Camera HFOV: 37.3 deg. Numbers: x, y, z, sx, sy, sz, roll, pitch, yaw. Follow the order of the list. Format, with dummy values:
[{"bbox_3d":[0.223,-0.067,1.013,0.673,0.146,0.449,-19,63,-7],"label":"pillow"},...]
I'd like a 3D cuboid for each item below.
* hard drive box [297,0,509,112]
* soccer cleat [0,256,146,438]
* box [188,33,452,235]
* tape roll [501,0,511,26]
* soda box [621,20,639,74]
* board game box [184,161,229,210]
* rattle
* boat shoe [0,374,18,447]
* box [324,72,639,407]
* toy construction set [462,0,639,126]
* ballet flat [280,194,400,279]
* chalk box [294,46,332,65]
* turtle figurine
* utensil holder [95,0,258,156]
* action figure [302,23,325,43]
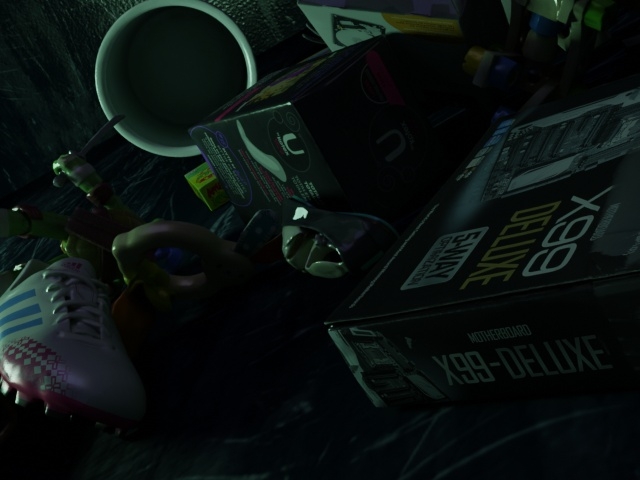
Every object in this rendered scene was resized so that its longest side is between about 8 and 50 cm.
[{"bbox_3d":[0.105,-0.236,1.046,0.181,0.232,0.089,12,79,24],"label":"hard drive box"},{"bbox_3d":[-0.251,0.086,0.924,0.331,0.116,0.143,11,76,56],"label":"soccer cleat"},{"bbox_3d":[-0.009,-0.109,1.080,0.143,0.165,0.270,-39,19,-24],"label":"box"},{"bbox_3d":[0.179,-0.340,1.285,0.246,0.246,0.169,-23,18,24],"label":"tape roll"},{"bbox_3d":[0.370,-0.221,0.946,0.060,0.053,0.169,-10,27,51],"label":"soda box"},{"bbox_3d":[-0.162,-0.102,1.539,0.092,0.043,0.181,-33,17,-7],"label":"board game box"},{"bbox_3d":[-0.127,0.050,1.009,0.199,0.130,0.143,0,35,8],"label":"rattle"},{"bbox_3d":[-0.376,0.195,0.983,0.123,0.123,0.342,-2,2,-8],"label":"boat shoe"},{"bbox_3d":[0.180,-0.017,0.647,0.242,0.077,0.307,-14,23,43],"label":"box"},{"bbox_3d":[0.273,-0.238,0.991,0.151,0.215,0.327,22,34,16],"label":"toy construction set"},{"bbox_3d":[0.000,0.000,0.928,0.074,0.074,0.203,-37,24,-18],"label":"ballet flat"},{"bbox_3d":[0.001,-0.190,1.358,0.213,0.132,0.132,-23,19,21],"label":"chalk box"},{"bbox_3d":[-0.342,-0.005,1.261,0.266,0.275,0.198,-9,-42,-35],"label":"turtle figurine"},{"bbox_3d":[-0.305,-0.371,2.092,0.327,0.328,0.385,-30,14,2],"label":"utensil holder"},{"bbox_3d":[0.114,-0.373,1.681,0.275,0.141,0.164,-15,24,18],"label":"action figure"}]
